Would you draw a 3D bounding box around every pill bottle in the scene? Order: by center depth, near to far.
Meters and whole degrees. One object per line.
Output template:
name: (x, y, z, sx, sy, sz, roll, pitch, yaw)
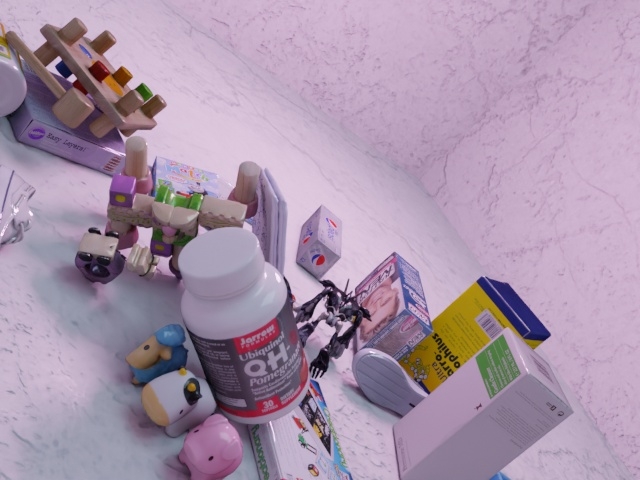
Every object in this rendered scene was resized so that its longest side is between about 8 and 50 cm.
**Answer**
pill bottle: (-0.130, 0.141, 1.230, 0.176, 0.177, 0.318, -109, -176, -54)
pill bottle: (-0.671, -0.364, 1.468, 0.136, 0.136, 0.245, 26, 26, -45)

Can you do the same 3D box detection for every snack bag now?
snack bag: (-0.111, 0.042, 1.503, 0.037, 0.342, 0.323, 0, 17, -11)

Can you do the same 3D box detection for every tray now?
tray: (-0.266, -0.106, 1.908, 0.145, 0.030, 0.270, 35, 22, -11)

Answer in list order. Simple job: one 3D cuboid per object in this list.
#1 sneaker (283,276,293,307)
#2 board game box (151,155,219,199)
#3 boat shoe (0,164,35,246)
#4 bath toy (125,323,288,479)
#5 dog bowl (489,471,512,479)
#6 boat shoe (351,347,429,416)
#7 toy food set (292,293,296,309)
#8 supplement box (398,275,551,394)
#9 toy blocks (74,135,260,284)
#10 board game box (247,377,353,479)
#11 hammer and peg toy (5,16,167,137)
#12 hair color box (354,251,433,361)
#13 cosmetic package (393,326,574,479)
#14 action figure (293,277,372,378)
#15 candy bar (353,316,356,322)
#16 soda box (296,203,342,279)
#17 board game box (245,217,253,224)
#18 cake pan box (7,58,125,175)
sneaker: (-0.123, 0.102, 1.735, 0.080, 0.081, 0.211, 43, 28, -63)
board game box: (-0.323, -0.120, 1.770, 0.160, 0.039, 0.211, 16, 27, -21)
boat shoe: (-0.503, -0.040, 1.186, 0.084, 0.095, 0.258, 30, 24, -27)
bath toy: (-0.166, 0.297, 1.120, 0.348, 0.129, 0.151, 52, 19, 21)
dog bowl: (0.414, 0.614, 1.755, 0.297, 0.074, 0.166, 39, 19, -18)
boat shoe: (0.171, 0.352, 1.798, 0.302, 0.109, 0.094, 44, 0, -29)
toy food set: (-0.100, 0.121, 1.818, 0.122, 0.019, 0.078, 36, 20, -24)
supplement box: (0.395, 0.287, 1.972, 0.194, 0.356, 0.195, 16, 33, -57)
toy blocks: (-0.284, 0.009, 1.422, 0.289, 0.260, 0.308, 13, 50, -6)
board game box: (-0.046, 0.358, 1.361, 0.193, 0.053, 0.305, 30, 23, -35)
hammer and peg toy: (-0.474, -0.343, 1.540, 0.266, 0.127, 0.361, 52, 8, -4)
hair color box: (0.188, 0.183, 1.992, 0.105, 0.174, 0.347, 40, 18, -15)
cosmetic package: (0.343, 0.394, 1.616, 0.155, 0.365, 0.197, 41, 16, -16)
action figure: (0.013, 0.194, 1.719, 0.164, 0.141, 0.275, 42, 34, 0)
candy bar: (0.088, 0.208, 2.031, 0.161, 0.018, 0.040, 51, 20, 16)
soda box: (0.000, 0.000, 2.171, 0.091, 0.098, 0.286, 39, 18, -13)
board game box: (-0.205, -0.084, 2.040, 0.090, 0.020, 0.090, 35, 21, -26)
cake pan box: (-0.564, -0.273, 1.612, 0.267, 0.070, 0.245, 21, 28, -51)
